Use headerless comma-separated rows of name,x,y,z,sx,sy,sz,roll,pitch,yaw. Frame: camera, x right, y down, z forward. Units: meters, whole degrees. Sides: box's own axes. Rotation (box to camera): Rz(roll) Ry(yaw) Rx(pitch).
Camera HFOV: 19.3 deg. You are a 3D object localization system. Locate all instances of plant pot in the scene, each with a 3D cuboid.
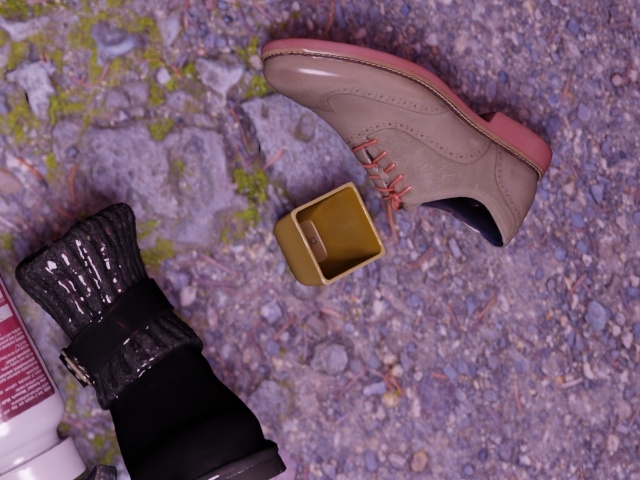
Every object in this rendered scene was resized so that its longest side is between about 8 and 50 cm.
plant pot,0.000,0.000,1.889,0.081,0.083,0.081,-27,92,-29

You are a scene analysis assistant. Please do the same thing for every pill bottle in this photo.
pill bottle,-0.304,0.129,1.680,0.121,0.121,0.221,-28,94,-29

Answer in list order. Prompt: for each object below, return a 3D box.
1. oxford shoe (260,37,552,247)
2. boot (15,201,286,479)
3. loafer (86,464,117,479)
oxford shoe,0.084,-0.101,1.936,0.348,0.123,0.130,24,75,-21
boot,-0.159,0.104,1.651,0.131,0.348,0.260,-27,98,-11
loafer,-0.235,0.265,1.681,0.061,0.062,0.170,26,111,-13
